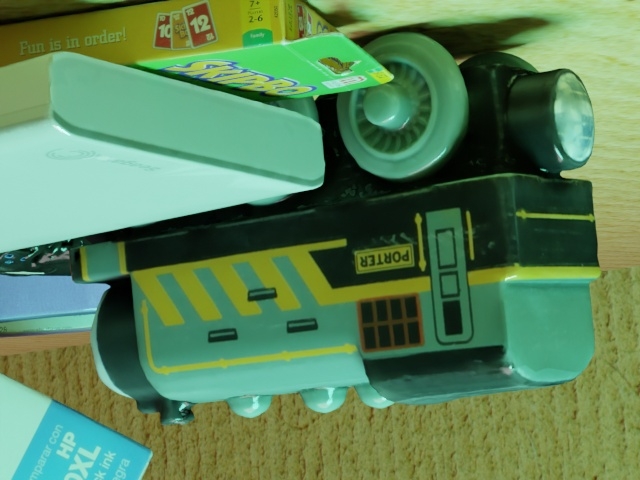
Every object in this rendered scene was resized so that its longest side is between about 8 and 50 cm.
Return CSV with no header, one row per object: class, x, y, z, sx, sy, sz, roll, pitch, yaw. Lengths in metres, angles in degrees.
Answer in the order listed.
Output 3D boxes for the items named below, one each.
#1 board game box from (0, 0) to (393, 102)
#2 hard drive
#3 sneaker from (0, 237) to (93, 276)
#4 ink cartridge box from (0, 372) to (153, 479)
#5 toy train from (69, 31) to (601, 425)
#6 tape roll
board game box,-0.103,-0.082,0.940,0.259,0.039,0.124,-4,174,14
hard drive,-0.181,-0.030,0.986,0.308,0.040,0.203,-10,168,34
sneaker,-0.178,-0.005,1.417,0.217,0.079,0.121,-5,176,15
ink cartridge box,-0.363,0.158,1.612,0.395,0.166,0.285,28,167,-8
toy train,0.000,0.000,1.071,0.334,0.190,0.142,-9,173,33
tape roll,-0.218,0.029,1.689,0.275,0.090,0.275,-6,174,-1
